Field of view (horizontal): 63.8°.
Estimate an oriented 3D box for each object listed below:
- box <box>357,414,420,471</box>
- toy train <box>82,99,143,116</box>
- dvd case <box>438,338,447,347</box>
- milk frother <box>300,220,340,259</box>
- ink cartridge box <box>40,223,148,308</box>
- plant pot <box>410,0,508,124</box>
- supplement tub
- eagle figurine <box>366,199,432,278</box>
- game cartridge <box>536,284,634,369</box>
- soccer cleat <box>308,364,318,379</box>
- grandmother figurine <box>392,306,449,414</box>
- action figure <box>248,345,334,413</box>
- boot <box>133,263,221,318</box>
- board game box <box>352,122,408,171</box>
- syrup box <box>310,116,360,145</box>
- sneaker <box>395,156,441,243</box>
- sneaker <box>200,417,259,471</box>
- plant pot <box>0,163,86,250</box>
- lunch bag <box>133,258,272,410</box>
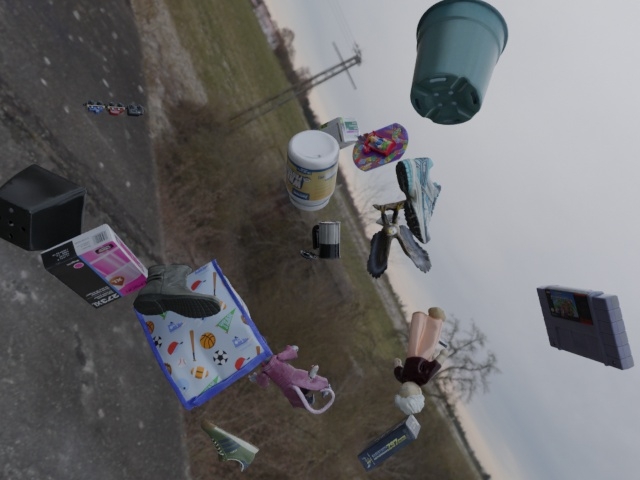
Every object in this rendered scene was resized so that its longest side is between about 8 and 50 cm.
[{"bbox_3d":[0.222,0.635,1.631,0.059,0.183,0.232,54,6,18],"label":"box"},{"bbox_3d":[-0.566,-0.360,1.412,0.027,0.158,0.036,-14,-98,54],"label":"toy train"},{"bbox_3d":[0.398,0.341,1.858,0.119,0.013,0.087,34,4,-2],"label":"dvd case"},{"bbox_3d":[0.000,0.000,1.892,0.143,0.129,0.135,-14,106,-62],"label":"milk frother"},{"bbox_3d":[-0.597,0.096,1.437,0.069,0.175,0.371,60,-10,23],"label":"ink cartridge box"},{"bbox_3d":[0.481,-0.626,1.868,0.341,0.340,0.334,60,43,-55],"label":"plant pot"},{"bbox_3d":[-0.025,-0.195,1.460,0.200,0.144,0.144,97,-28,-51],"label":"supplement tub"},{"bbox_3d":[0.290,-0.004,2.025,0.226,0.225,0.299,-13,-95,48],"label":"eagle figurine"},{"bbox_3d":[0.834,0.264,1.658,0.355,0.068,0.230,178,-107,-81],"label":"game cartridge"},{"bbox_3d":[-0.025,0.483,1.882,0.083,0.029,0.036,120,-31,-49],"label":"soccer cleat"},{"bbox_3d":[0.299,0.377,1.598,0.104,0.207,0.343,34,52,-15],"label":"grandmother figurine"},{"bbox_3d":[-0.156,0.589,2.181,0.370,0.248,0.276,40,1,-17],"label":"action figure"},{"bbox_3d":[-0.380,0.124,1.413,0.161,0.246,0.084,-81,169,-46],"label":"boot"},{"bbox_3d":[0.157,-0.265,1.415,0.033,0.168,0.133,43,37,-49],"label":"board game box"},{"bbox_3d":[0.030,-0.378,1.910,0.236,0.093,0.097,-14,-91,47],"label":"syrup box"},{"bbox_3d":[0.328,-0.125,1.613,0.110,0.122,0.283,-128,-157,-69],"label":"sneaker"},{"bbox_3d":[-0.278,0.602,1.500,0.192,0.086,0.064,33,-18,-11],"label":"sneaker"},{"bbox_3d":[-0.789,-0.077,1.424,0.187,0.188,0.167,24,27,8],"label":"plant pot"},{"bbox_3d":[-0.378,0.320,1.707,0.385,0.327,0.239,50,-12,34],"label":"lunch bag"}]
